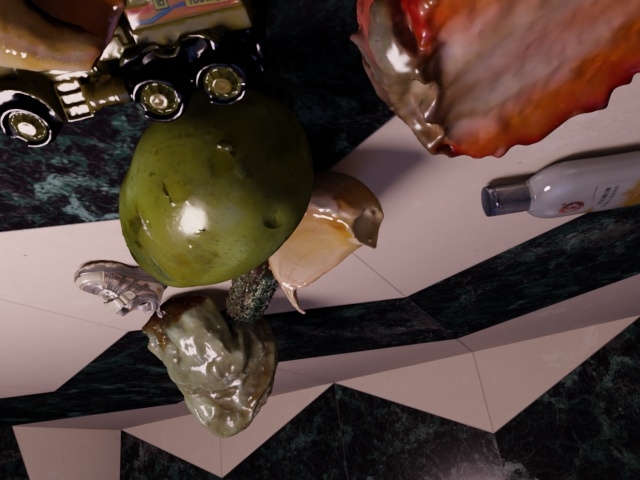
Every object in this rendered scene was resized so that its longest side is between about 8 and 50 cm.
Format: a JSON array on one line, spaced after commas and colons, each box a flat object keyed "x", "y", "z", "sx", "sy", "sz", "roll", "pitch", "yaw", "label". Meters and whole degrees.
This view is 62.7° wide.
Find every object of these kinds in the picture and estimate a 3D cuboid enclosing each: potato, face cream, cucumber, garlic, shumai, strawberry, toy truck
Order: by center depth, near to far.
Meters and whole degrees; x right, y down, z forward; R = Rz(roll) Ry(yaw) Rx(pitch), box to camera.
[{"x": -0.178, "y": -0.177, "z": 0.455, "sx": 0.256, "sy": 0.127, "sz": 0.127, "roll": -13, "pitch": 140, "yaw": 11, "label": "toy truck"}, {"x": 0.193, "y": -0.224, "z": 0.457, "sx": 0.335, "sy": 0.149, "sz": 0.265, "roll": -28, "pitch": 144, "yaw": 15, "label": "strawberry"}, {"x": -0.128, "y": -0.052, "z": 0.628, "sx": 0.215, "sy": 0.216, "sz": 0.304, "roll": 6, "pitch": 147, "yaw": -29, "label": "potato"}, {"x": -0.008, "y": -0.009, "z": 0.803, "sx": 0.145, "sy": 0.164, "sz": 0.245, "roll": -12, "pitch": 155, "yaw": -38, "label": "garlic"}, {"x": 0.422, "y": -0.088, "z": 0.886, "sx": 0.290, "sy": 0.071, "sz": 0.144, "roll": -7, "pitch": 155, "yaw": -1, "label": "face cream"}, {"x": -0.117, "y": 0.065, "z": 1.013, "sx": 0.096, "sy": 0.096, "sz": 0.359, "roll": 0, "pitch": 154, "yaw": -18, "label": "cucumber"}, {"x": -0.274, "y": 0.261, "z": 1.182, "sx": 0.309, "sy": 0.304, "sz": 0.263, "roll": -15, "pitch": 143, "yaw": 39, "label": "shumai"}]

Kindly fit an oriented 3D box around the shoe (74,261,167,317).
[{"x": -0.380, "y": 0.102, "z": 1.012, "sx": 0.180, "sy": 0.092, "sz": 0.089, "roll": 9, "pitch": 150, "yaw": -33, "label": "shoe"}]

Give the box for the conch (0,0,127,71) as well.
[{"x": -0.269, "y": -0.186, "z": 0.355, "sx": 0.255, "sy": 0.158, "sz": 0.127, "roll": 27, "pitch": 170, "yaw": -19, "label": "conch"}]
